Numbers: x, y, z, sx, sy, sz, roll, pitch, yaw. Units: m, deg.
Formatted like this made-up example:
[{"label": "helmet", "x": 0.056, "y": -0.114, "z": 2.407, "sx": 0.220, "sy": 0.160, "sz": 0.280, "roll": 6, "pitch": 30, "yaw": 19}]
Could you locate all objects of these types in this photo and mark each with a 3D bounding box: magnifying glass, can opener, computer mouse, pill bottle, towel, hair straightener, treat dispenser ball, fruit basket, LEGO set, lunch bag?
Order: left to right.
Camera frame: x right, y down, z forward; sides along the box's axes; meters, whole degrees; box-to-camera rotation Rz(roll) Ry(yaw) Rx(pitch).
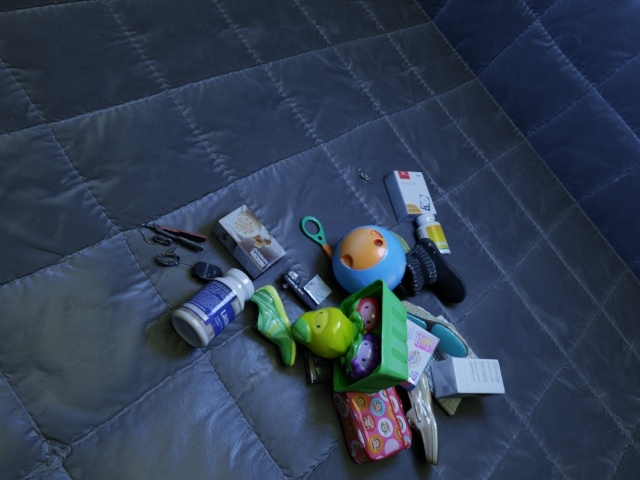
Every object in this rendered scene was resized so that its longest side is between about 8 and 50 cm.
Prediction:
[{"label": "hair straightener", "x": -0.521, "y": -0.005, "z": 1.761, "sx": 0.230, "sy": 0.047, "sz": 0.089, "roll": 20, "pitch": 56, "yaw": -19}, {"label": "computer mouse", "x": -0.458, "y": 0.098, "z": 1.754, "sx": 0.242, "sy": 0.041, "sz": 0.071, "roll": 19, "pitch": 48, "yaw": -12}, {"label": "pill bottle", "x": -0.352, "y": 0.218, "z": 1.670, "sx": 0.153, "sy": 0.153, "sz": 0.264, "roll": 46, "pitch": 52, "yaw": -1}, {"label": "can opener", "x": -0.080, "y": 0.193, "z": 1.897, "sx": 0.073, "sy": 0.059, "sz": 0.186, "roll": -39, "pitch": 91, "yaw": -7}, {"label": "magnifying glass", "x": 0.000, "y": 0.000, "z": 2.076, "sx": 0.092, "sy": 0.026, "sz": 0.231, "roll": -30, "pitch": 80, "yaw": -38}, {"label": "fruit basket", "x": 0.104, "y": 0.319, "z": 1.726, "sx": 0.392, "sy": 0.283, "sz": 0.392, "roll": 25, "pitch": 47, "yaw": -30}, {"label": "LEGO set", "x": 0.206, "y": -0.308, "z": 2.365, "sx": 0.054, "sy": 0.023, "sz": 0.083, "roll": -2, "pitch": 53, "yaw": -33}, {"label": "treat dispenser ball", "x": 0.190, "y": 0.084, "z": 1.969, "sx": 0.288, "sy": 0.288, "sz": 0.288, "roll": 14, "pitch": 59, "yaw": -23}, {"label": "lunch bag", "x": 0.198, "y": 0.623, "z": 1.796, "sx": 0.258, "sy": 0.120, "sz": 0.293, "roll": -5, "pitch": 66, "yaw": -37}, {"label": "pill bottle", "x": 0.512, "y": -0.016, "z": 2.317, "sx": 0.117, "sy": 0.117, "sz": 0.208, "roll": -2, "pitch": 65, "yaw": -31}, {"label": "towel", "x": 0.522, "y": 0.504, "z": 2.080, "sx": 0.312, "sy": 0.056, "sz": 0.324, "roll": 50, "pitch": 51, "yaw": 3}]

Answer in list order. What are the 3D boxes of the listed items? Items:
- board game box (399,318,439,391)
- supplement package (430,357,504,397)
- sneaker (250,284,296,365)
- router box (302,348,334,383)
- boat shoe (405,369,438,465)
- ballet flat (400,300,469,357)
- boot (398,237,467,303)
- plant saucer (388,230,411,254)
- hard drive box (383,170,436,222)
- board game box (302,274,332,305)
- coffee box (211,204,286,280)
[{"label": "board game box", "x": 0.269, "y": 0.393, "z": 1.934, "sx": 0.316, "sy": 0.064, "sz": 0.242, "roll": 33, "pitch": 51, "yaw": 10}, {"label": "supplement package", "x": 0.583, "y": 0.548, "z": 1.985, "sx": 0.244, "sy": 0.139, "sz": 0.134, "roll": 9, "pitch": 62, "yaw": -26}, {"label": "sneaker", "x": -0.168, "y": 0.309, "z": 1.777, "sx": 0.123, "sy": 0.109, "sz": 0.296, "roll": -22, "pitch": 79, "yaw": -8}, {"label": "router box", "x": -0.009, "y": 0.453, "z": 1.812, "sx": 0.092, "sy": 0.038, "sz": 0.123, "roll": 4, "pitch": 63, "yaw": -29}, {"label": "boat shoe", "x": 0.375, "y": 0.665, "z": 1.884, "sx": 0.110, "sy": 0.122, "sz": 0.341, "roll": -9, "pitch": 58, "yaw": 8}, {"label": "ballet flat", "x": 0.450, "y": 0.347, "z": 2.036, "sx": 0.348, "sy": 0.123, "sz": 0.123, "roll": 27, "pitch": 50, "yaw": 16}, {"label": "boot", "x": 0.466, "y": 0.179, "z": 2.148, "sx": 0.348, "sy": 0.131, "sz": 0.260, "roll": 51, "pitch": 43, "yaw": -2}, {"label": "plant saucer", "x": 0.300, "y": 0.071, "z": 2.199, "sx": 0.240, "sy": 0.037, "sz": 0.241, "roll": 14, "pitch": 58, "yaw": -24}, {"label": "hard drive box", "x": 0.426, "y": -0.208, "z": 2.391, "sx": 0.181, "sy": 0.089, "sz": 0.232, "roll": -3, "pitch": 66, "yaw": -32}, {"label": "board game box", "x": -0.014, "y": 0.194, "z": 1.962, "sx": 0.090, "sy": 0.020, "sz": 0.090, "roll": 49, "pitch": 53, "yaw": 2}, {"label": "coffee box", "x": -0.266, "y": 0.008, "z": 1.868, "sx": 0.246, "sy": 0.098, "sz": 0.141, "roll": 50, "pitch": 52, "yaw": 3}]
